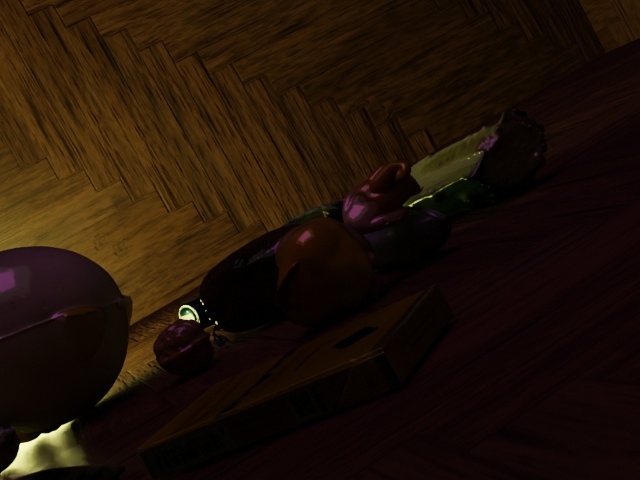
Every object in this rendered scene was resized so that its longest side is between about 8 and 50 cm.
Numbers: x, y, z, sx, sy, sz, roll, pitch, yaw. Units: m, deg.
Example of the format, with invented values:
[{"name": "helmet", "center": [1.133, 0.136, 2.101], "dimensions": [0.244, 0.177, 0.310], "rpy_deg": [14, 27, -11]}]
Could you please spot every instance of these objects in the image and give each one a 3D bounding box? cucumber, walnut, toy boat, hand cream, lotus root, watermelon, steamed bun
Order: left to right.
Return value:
[{"name": "watermelon", "center": [-0.322, 0.281, 1.059], "dimensions": [0.245, 0.063, 0.119], "rpy_deg": [-29, -9, 8]}, {"name": "steamed bun", "center": [-0.478, 0.161, 1.716], "dimensions": [0.334, 0.334, 0.374], "rpy_deg": [-29, 3, 5]}, {"name": "walnut", "center": [-0.195, 0.154, 1.498], "dimensions": [0.096, 0.079, 0.082], "rpy_deg": [-25, 7, 43]}, {"name": "hand cream", "center": [-0.141, 0.097, 2.008], "dimensions": [0.270, 0.061, 0.120], "rpy_deg": [-26, 4, -32]}, {"name": "lotus root", "center": [-0.080, 0.058, 1.576], "dimensions": [0.241, 0.124, 0.123], "rpy_deg": [-27, 15, 25]}, {"name": "toy boat", "center": [0.000, 0.000, 1.750], "dimensions": [0.262, 0.114, 0.115], "rpy_deg": [-23, -7, 20]}, {"name": "toy boat", "center": [0.113, -0.010, 1.431], "dimensions": [0.085, 0.078, 0.260], "rpy_deg": [-45, 9, -19]}, {"name": "cucumber", "center": [0.211, -0.088, 1.602], "dimensions": [0.145, 0.105, 0.325], "rpy_deg": [-60, 17, -21]}]

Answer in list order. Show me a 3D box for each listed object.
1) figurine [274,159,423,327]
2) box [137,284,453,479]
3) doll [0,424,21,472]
[{"name": "figurine", "center": [0.029, 0.005, 1.314], "dimensions": [0.156, 0.131, 0.246], "rpy_deg": [26, 70, 32]}, {"name": "box", "center": [-0.023, 0.129, 0.944], "dimensions": [0.279, 0.041, 0.153], "rpy_deg": [-26, 5, 29]}, {"name": "doll", "center": [-0.508, 0.326, 1.581], "dimensions": [0.102, 0.075, 0.227], "rpy_deg": [-20, -14, -41]}]
